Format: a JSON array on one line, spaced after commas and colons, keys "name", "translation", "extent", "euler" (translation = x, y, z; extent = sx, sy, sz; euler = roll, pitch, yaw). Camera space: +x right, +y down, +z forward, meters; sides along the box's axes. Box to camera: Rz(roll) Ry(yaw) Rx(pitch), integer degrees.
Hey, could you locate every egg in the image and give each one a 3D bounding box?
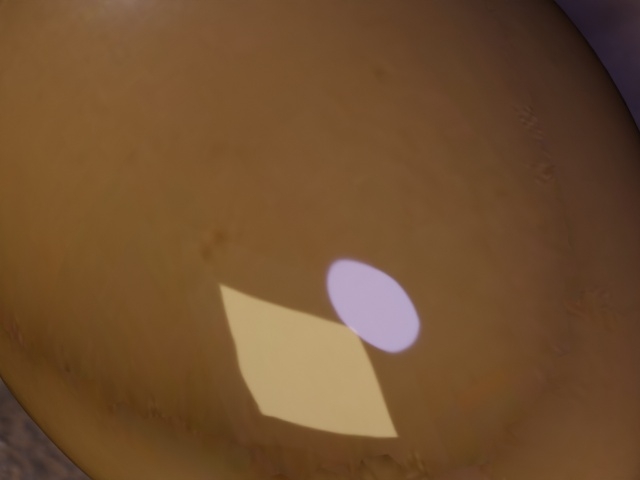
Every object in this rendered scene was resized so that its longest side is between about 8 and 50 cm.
[{"name": "egg", "translation": [0.000, 0.000, 0.494], "extent": [0.244, 0.201, 0.201], "euler": [46, 133, 34]}]
